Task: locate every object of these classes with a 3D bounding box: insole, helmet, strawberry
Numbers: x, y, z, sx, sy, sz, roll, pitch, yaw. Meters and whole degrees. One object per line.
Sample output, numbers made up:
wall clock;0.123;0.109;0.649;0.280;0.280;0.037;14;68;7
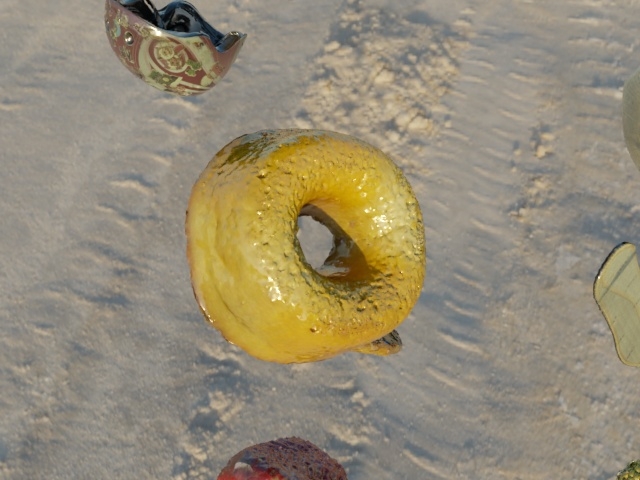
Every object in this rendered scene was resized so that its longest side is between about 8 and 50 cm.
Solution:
insole;0.449;0.104;0.977;0.009;0.348;0.119;32;83;44
helmet;-0.191;-0.238;0.866;0.153;0.107;0.176;38;31;30
strawberry;-0.072;0.576;1.571;0.311;0.351;0.267;-6;50;37

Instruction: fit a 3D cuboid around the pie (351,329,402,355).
pie;0.053;0.164;1.394;0.273;0.069;0.273;24;15;-7

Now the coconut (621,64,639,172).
coconut;0.646;-0.186;1.046;0.360;0.346;0.346;-23;46;-15

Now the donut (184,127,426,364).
donut;0.002;-0.001;0.733;0.108;0.278;0.277;-13;25;51

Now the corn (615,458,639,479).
corn;0.625;0.484;1.170;0.091;0.091;0.260;-21;39;-21
